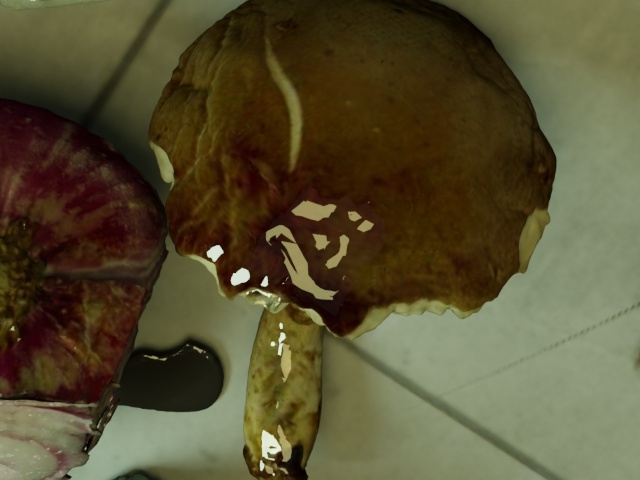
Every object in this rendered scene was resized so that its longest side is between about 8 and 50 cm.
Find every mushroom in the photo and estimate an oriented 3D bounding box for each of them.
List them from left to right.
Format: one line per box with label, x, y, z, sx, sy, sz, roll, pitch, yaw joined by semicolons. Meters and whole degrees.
mushroom;-0.022;-0.012;1.137;0.208;0.233;0.302;17;137;-38

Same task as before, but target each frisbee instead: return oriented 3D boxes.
frisbee;-0.190;0.103;1.267;0.211;0.012;0.187;29;113;-6

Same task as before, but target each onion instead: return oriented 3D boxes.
onion;-0.221;0.030;1.117;0.256;0.230;0.272;16;155;-36

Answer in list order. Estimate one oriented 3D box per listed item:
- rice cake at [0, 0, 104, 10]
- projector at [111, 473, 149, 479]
rice cake;-0.076;-0.173;1.119;0.256;0.057;0.052;-5;81;7
projector;-0.111;0.280;1.196;0.099;0.256;0.192;-34;104;16
